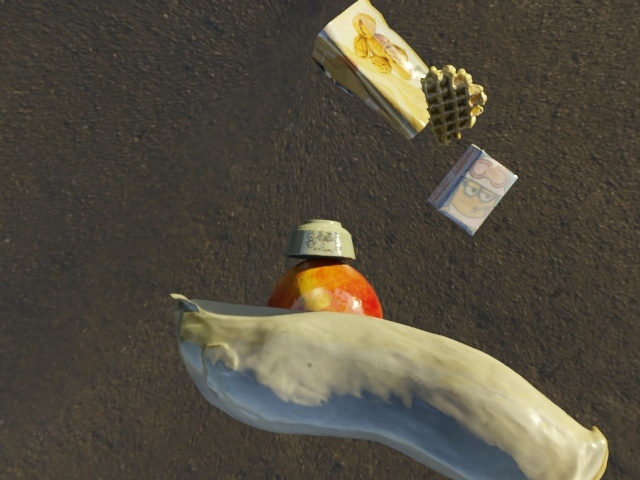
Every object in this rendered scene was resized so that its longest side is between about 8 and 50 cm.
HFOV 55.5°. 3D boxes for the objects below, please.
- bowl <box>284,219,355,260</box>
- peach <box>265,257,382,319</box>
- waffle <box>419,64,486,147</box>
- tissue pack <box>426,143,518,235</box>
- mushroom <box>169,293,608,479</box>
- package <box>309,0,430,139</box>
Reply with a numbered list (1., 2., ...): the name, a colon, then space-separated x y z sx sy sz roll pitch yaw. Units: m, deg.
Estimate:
1. bowl: 0.000 0.000 1.800 0.212 0.211 0.112 3 86 -2
2. peach: 0.005 0.232 1.821 0.389 0.388 0.388 0 106 -1
3. waffle: 0.257 -0.280 1.266 0.192 0.046 0.161 20 132 -36
4. tissue pack: 0.318 -0.106 1.278 0.116 0.065 0.155 31 102 -26
5. mushroom: 0.032 0.112 0.470 0.352 0.097 0.109 11 63 22
6. package: 0.120 -0.376 1.439 0.311 0.221 0.165 43 137 -8
